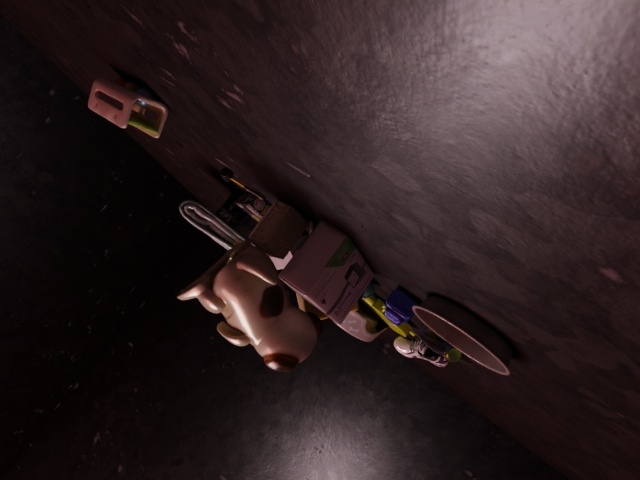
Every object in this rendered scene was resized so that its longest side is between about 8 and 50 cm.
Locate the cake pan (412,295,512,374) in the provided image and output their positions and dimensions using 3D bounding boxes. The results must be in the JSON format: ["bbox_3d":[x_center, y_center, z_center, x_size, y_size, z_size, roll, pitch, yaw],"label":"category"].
[{"bbox_3d":[0.379,0.245,1.236,0.293,0.054,0.293,37,171,7],"label":"cake pan"}]

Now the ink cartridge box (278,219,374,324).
[{"bbox_3d":[0.031,0.106,1.418,0.121,0.211,0.289,31,169,33],"label":"ink cartridge box"}]

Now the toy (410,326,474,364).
[{"bbox_3d":[0.387,0.312,1.480,0.136,0.056,0.237,19,-172,-8],"label":"toy"}]

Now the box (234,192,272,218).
[{"bbox_3d":[-0.220,-0.099,1.856,0.216,0.060,0.270,41,170,-21],"label":"box"}]

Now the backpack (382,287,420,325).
[{"bbox_3d":[0.244,0.211,1.457,0.098,0.101,0.120,43,176,15],"label":"backpack"}]

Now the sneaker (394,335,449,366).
[{"bbox_3d":[0.403,0.428,1.881,0.234,0.094,0.153,22,158,28],"label":"sneaker"}]

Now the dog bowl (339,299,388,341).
[{"bbox_3d":[0.135,0.309,2.056,0.348,0.102,0.349,35,-171,-6],"label":"dog bowl"}]

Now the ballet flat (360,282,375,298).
[{"bbox_3d":[0.135,0.158,1.742,0.087,0.083,0.247,64,167,-6],"label":"ballet flat"}]

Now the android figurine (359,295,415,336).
[{"bbox_3d":[0.278,0.307,1.934,0.272,0.056,0.248,39,171,0],"label":"android figurine"}]

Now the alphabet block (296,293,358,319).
[{"bbox_3d":[0.011,0.174,1.693,0.197,0.192,0.194,158,98,-81],"label":"alphabet block"}]

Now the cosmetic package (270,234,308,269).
[{"bbox_3d":[-0.137,0.053,1.811,0.231,0.117,0.086,-15,105,51],"label":"cosmetic package"}]

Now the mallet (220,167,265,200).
[{"bbox_3d":[-0.282,-0.198,1.703,0.189,0.039,0.062,34,170,2],"label":"mallet"}]

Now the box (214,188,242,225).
[{"bbox_3d":[-0.382,-0.132,2.048,0.077,0.147,0.180,38,172,0],"label":"box"}]

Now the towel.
[{"bbox_3d":[-0.456,-0.042,2.031,0.374,0.090,0.320,40,170,-15],"label":"towel"}]

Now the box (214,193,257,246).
[{"bbox_3d":[-0.367,-0.088,2.231,0.247,0.142,0.163,38,170,-7],"label":"box"}]

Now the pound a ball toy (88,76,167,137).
[{"bbox_3d":[-0.609,-0.447,1.542,0.319,0.136,0.208,31,-166,37],"label":"pound a ball toy"}]

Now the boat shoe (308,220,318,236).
[{"bbox_3d":[0.000,0.000,1.510,0.078,0.084,0.233,-1,156,5],"label":"boat shoe"}]

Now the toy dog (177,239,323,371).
[{"bbox_3d":[-0.171,0.212,1.485,0.395,0.285,0.408,-25,108,43],"label":"toy dog"}]

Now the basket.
[{"bbox_3d":[-0.134,-0.031,1.528,0.103,0.167,0.113,20,160,50],"label":"basket"}]
